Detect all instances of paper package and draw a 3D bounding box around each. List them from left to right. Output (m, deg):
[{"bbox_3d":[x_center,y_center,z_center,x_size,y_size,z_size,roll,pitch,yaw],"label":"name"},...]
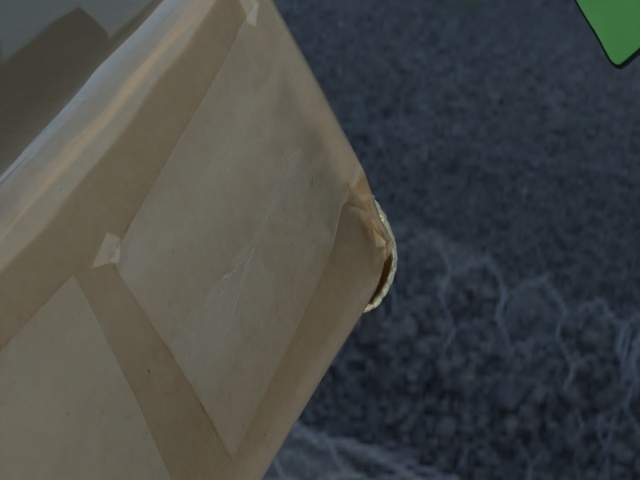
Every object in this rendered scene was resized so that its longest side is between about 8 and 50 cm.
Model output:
[{"bbox_3d":[-0.181,0.055,0.661,0.309,0.168,0.325,-8,30,30],"label":"paper package"}]

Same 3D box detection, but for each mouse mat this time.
[{"bbox_3d":[0.201,-0.229,1.335,0.007,0.152,0.189,-26,82,-20],"label":"mouse mat"}]

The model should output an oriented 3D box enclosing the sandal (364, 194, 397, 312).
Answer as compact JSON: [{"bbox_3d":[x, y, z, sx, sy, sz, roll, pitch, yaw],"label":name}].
[{"bbox_3d":[-0.004,0.005,0.865,0.079,0.240,0.088,34,79,32],"label":"sandal"}]
